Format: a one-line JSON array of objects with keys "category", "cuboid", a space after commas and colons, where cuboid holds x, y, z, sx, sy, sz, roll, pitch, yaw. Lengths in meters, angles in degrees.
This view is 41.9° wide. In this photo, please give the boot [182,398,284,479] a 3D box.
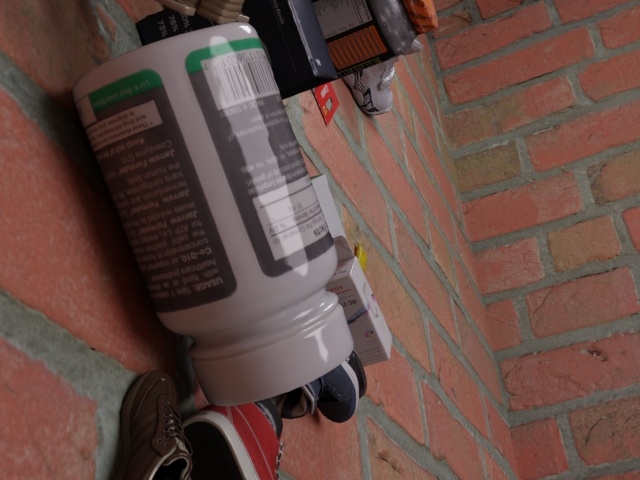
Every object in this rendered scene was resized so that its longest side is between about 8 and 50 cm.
[{"category": "boot", "cuboid": [-0.061, 0.284, 0.919, 0.244, 0.088, 0.176, 70, 16, 2]}]

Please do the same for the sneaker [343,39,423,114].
[{"category": "sneaker", "cuboid": [0.161, -0.447, 2.064, 0.366, 0.210, 0.137, 46, 32, -55]}]

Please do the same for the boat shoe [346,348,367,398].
[{"category": "boat shoe", "cuboid": [0.007, 0.163, 1.229, 0.206, 0.075, 0.065, 58, -1, -18]}]

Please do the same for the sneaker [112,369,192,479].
[{"category": "sneaker", "cuboid": [-0.144, 0.195, 0.768, 0.188, 0.071, 0.066, -87, 153, -47]}]

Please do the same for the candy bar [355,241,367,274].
[{"category": "candy bar", "cuboid": [0.075, 0.054, 1.650, 0.040, 0.018, 0.161, 61, 21, -23]}]

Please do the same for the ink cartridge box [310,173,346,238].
[{"category": "ink cartridge box", "cuboid": [0.000, 0.000, 1.400, 0.109, 0.062, 0.209, -36, 108, -71]}]

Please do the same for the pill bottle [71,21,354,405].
[{"category": "pill bottle", "cuboid": [-0.103, -0.025, 0.881, 0.204, 0.204, 0.360, -40, 112, -71]}]

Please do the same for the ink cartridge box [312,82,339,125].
[{"category": "ink cartridge box", "cuboid": [0.007, -0.381, 1.803, 0.224, 0.056, 0.181, 65, 19, -19]}]

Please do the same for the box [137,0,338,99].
[{"category": "box", "cuboid": [-0.104, -0.245, 1.078, 0.108, 0.207, 0.153, -29, 101, -72]}]

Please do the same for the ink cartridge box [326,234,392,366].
[{"category": "ink cartridge box", "cuboid": [0.021, 0.101, 1.282, 0.067, 0.115, 0.198, -69, 138, -62]}]

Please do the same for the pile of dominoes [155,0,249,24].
[{"category": "pile of dominoes", "cuboid": [-0.196, -0.292, 0.857, 0.251, 0.040, 0.196, 27, 17, 2]}]

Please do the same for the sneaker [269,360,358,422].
[{"category": "sneaker", "cuboid": [-0.014, 0.206, 1.138, 0.163, 0.086, 0.226, -70, 147, -51]}]

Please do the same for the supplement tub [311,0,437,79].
[{"category": "supplement tub", "cuboid": [0.023, -0.372, 1.404, 0.193, 0.316, 0.193, -17, 90, -73]}]
